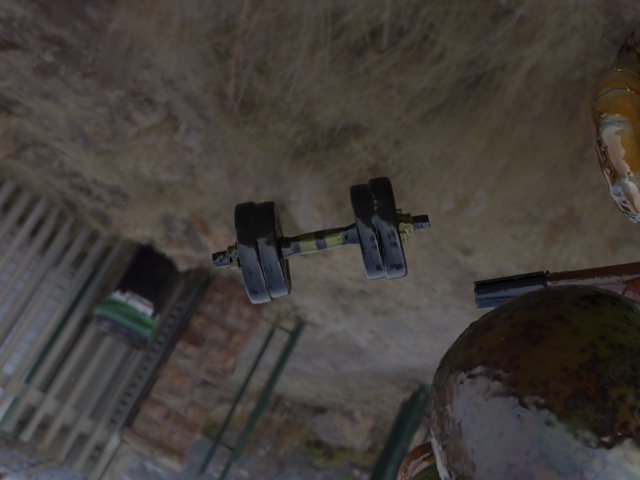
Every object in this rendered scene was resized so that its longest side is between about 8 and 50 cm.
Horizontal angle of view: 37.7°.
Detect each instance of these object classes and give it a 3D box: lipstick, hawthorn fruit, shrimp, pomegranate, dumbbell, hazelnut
[{"bbox_3d":[0.534,0.095,1.994,0.418,0.077,0.077,-8,148,17],"label":"lipstick"},{"bbox_3d":[0.636,0.112,1.857,0.077,0.077,0.077,24,160,9],"label":"hawthorn fruit"},{"bbox_3d":[0.330,-0.120,0.968,0.063,0.287,0.152,-17,115,33],"label":"shrimp"},{"bbox_3d":[0.195,0.200,0.861,0.285,0.285,0.341,35,126,-19],"label":"pomegranate"},{"bbox_3d":[0.000,0.000,1.652,0.388,0.185,0.185,-11,154,3],"label":"dumbbell"},{"bbox_3d":[0.212,0.413,1.645,0.150,0.150,0.150,24,160,9],"label":"hazelnut"}]
